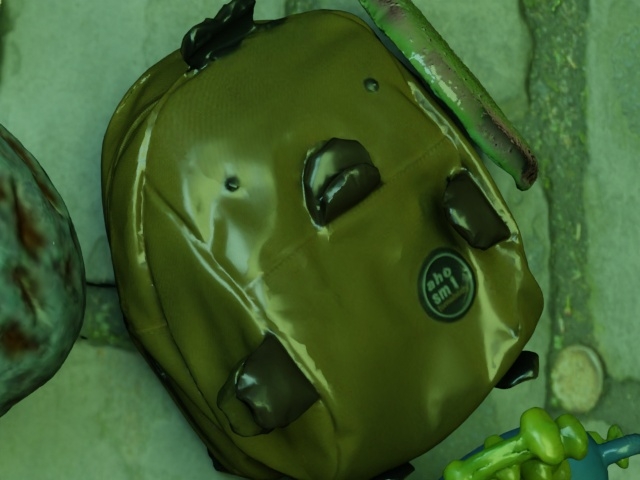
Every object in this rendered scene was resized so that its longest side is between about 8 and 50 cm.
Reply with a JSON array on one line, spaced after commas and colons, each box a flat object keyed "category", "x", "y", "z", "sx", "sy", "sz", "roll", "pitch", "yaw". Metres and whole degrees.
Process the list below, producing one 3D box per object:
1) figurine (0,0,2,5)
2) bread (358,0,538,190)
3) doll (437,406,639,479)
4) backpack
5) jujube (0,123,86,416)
[{"category": "figurine", "x": -0.364, "y": -0.206, "z": 1.142, "sx": 0.263, "sy": 0.142, "sz": 0.189, "roll": 15, "pitch": 41, "yaw": -20}, {"category": "bread", "x": 0.109, "y": -0.135, "z": 1.316, "sx": 0.033, "sy": 0.228, "sz": 0.228, "roll": -39, "pitch": 98, "yaw": 11}, {"category": "doll", "x": 0.087, "y": 0.216, "z": 1.144, "sx": 0.341, "sy": 0.346, "sz": 0.098, "roll": -28, "pitch": 76, "yaw": -2}, {"category": "backpack", "x": -0.004, "y": 0.002, "z": 1.228, "sx": 0.353, "sy": 0.201, "sz": 0.378, "roll": -40, "pitch": 99, "yaw": -31}, {"category": "jujube", "x": -0.301, "y": 0.005, "z": 1.057, "sx": 0.308, "sy": 0.215, "sz": 0.246, "roll": 28, "pitch": 92, "yaw": -25}]
